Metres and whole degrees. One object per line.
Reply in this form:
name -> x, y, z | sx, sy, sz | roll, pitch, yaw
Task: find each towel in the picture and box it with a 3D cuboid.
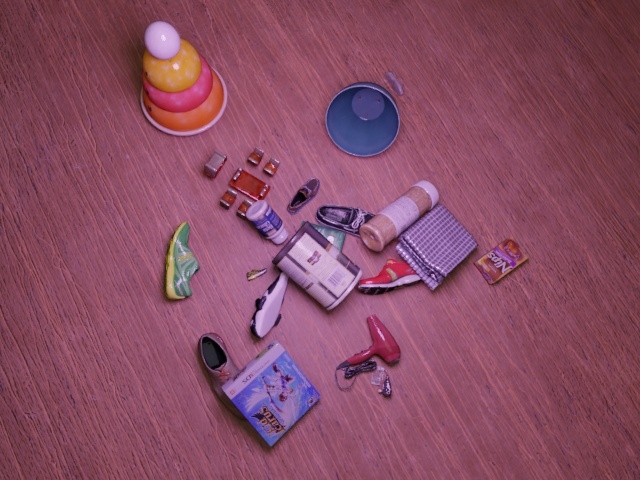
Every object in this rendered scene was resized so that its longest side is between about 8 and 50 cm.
towel -> 0.449, 0.013, 1.782 | 0.283, 0.121, 0.235 | -37, 83, -33

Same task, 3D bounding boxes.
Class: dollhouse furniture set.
dollhouse furniture set -> -0.326, -0.247, 1.841 | 0.259, 0.135, 0.262 | 32, 76, -8

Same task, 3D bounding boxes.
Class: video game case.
video game case -> -0.166, 0.530, 1.618 | 0.244, 0.061, 0.270 | -40, 104, -17

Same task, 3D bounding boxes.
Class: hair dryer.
hair dryer -> 0.185, 0.419, 1.722 | 0.223, 0.080, 0.294 | 13, 75, 0

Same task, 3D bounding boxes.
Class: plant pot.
plant pot -> 0.180, -0.514, 1.873 | 0.290, 0.290, 0.195 | 18, 40, 0

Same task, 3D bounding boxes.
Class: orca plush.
orca plush -> -0.208, 0.217, 1.733 | 0.102, 0.151, 0.288 | 7, 77, 30

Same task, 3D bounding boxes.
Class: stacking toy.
stacking toy -> -0.545, -0.640, 1.718 | 0.350, 0.480, 0.351 | 1, 76, -4

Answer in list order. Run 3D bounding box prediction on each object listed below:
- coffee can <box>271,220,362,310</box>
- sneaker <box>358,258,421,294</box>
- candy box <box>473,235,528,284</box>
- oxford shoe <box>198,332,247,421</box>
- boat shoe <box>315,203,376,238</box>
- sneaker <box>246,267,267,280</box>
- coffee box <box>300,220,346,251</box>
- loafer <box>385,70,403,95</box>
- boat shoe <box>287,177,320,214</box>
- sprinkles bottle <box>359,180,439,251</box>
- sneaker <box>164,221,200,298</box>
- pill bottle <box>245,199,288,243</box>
coffee can -> -0.012, 0.093, 1.702 | 0.275, 0.201, 0.202 | 42, 77, -4
sneaker -> 0.264, 0.133, 1.795 | 0.278, 0.107, 0.119 | -11, 72, -17
candy box -> 0.721, 0.080, 1.858 | 0.186, 0.053, 0.109 | -34, 82, -10
oxford shoe -> -0.339, 0.486, 1.639 | 0.123, 0.130, 0.348 | -34, 81, -12
boat shoe -> 0.134, -0.084, 1.826 | 0.306, 0.105, 0.113 | 17, 76, 0
sneaker -> -0.246, 0.122, 1.786 | 0.083, 0.031, 0.035 | -26, 79, -10
coffee box -> 0.000, 0.000, 1.829 | 0.184, 0.040, 0.113 | 15, 77, -1
loafer -> 0.332, -0.688, 2.021 | 0.039, 0.045, 0.125 | -26, 77, -17
boat shoe -> -0.062, -0.183, 1.855 | 0.066, 0.066, 0.183 | 35, 77, 4
sprinkles bottle -> 0.307, -0.099, 1.789 | 0.355, 0.121, 0.121 | -37, 81, -28
sneaker -> -0.518, 0.078, 1.754 | 0.123, 0.109, 0.296 | 9, 73, -26
pill bottle -> -0.198, -0.066, 1.768 | 0.094, 0.094, 0.169 | -49, 124, -13
